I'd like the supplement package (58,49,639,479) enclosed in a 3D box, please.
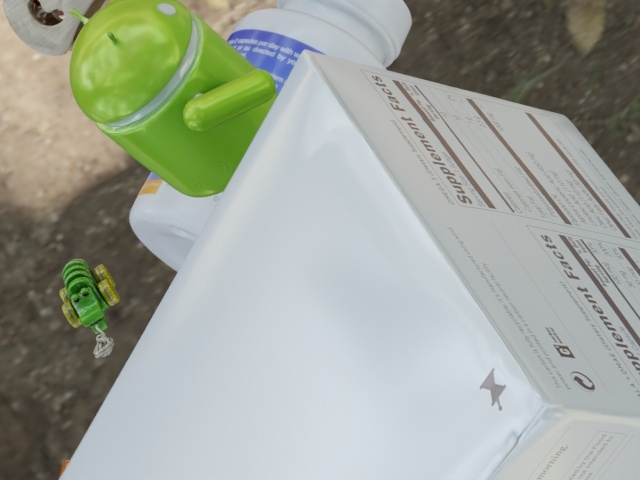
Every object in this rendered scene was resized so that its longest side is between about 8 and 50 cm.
[{"bbox_3d":[0.027,0.095,0.693,0.262,0.145,0.204,-58,42,26],"label":"supplement package"}]

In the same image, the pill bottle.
[{"bbox_3d":[-0.031,-0.094,1.415,0.152,0.272,0.152,26,163,9],"label":"pill bottle"}]

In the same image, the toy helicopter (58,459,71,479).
[{"bbox_3d":[-0.233,0.303,1.772,0.355,0.235,0.140,-1,76,52],"label":"toy helicopter"}]

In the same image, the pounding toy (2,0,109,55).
[{"bbox_3d":[-0.271,-0.280,1.818,0.269,0.155,0.154,-18,97,14],"label":"pounding toy"}]

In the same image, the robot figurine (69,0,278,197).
[{"bbox_3d":[-0.064,-0.064,0.767,0.115,0.067,0.101,40,174,-37],"label":"robot figurine"}]

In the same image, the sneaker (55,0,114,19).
[{"bbox_3d":[-0.289,-0.292,2.066,0.084,0.185,0.069,-18,84,34],"label":"sneaker"}]

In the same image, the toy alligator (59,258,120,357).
[{"bbox_3d":[-0.246,0.061,1.799,0.056,0.189,0.051,-32,116,1],"label":"toy alligator"}]
